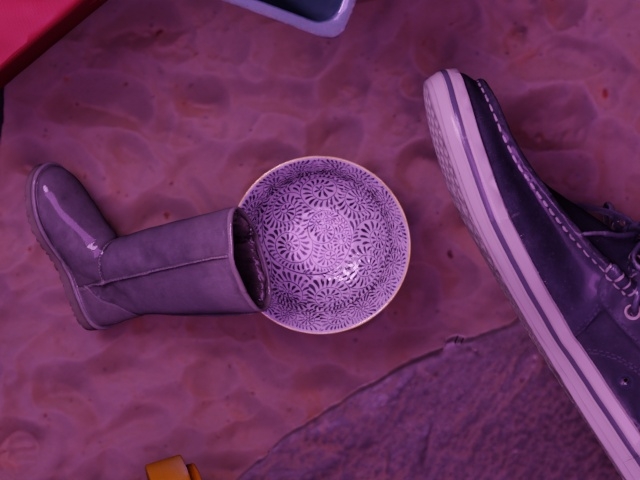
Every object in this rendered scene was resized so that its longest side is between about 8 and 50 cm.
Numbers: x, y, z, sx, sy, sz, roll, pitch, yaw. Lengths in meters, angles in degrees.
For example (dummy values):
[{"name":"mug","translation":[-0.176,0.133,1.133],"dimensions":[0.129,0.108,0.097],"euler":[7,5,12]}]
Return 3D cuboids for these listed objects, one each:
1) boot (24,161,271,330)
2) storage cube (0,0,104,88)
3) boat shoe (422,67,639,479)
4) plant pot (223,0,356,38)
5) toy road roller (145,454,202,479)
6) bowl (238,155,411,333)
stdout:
[{"name":"boot","translation":[-0.161,-0.003,1.858],"dimensions":[0.208,0.076,0.189],"euler":[-11,112,40]},{"name":"storage cube","translation":[-0.306,-0.248,1.811],"dimensions":[0.193,0.215,0.183],"euler":[-38,96,12]},{"name":"boat shoe","translation":[0.255,0.041,1.848],"dimensions":[0.156,0.187,0.500],"euler":[-33,102,3]},{"name":"plant pot","translation":[-0.085,-0.344,1.755],"dimensions":[0.248,0.252,0.247],"euler":[18,98,-20]},{"name":"toy road roller","translation":[-0.102,0.366,1.893],"dimensions":[0.241,0.202,0.329],"euler":[-17,96,-7]},{"name":"bowl","translation":[0.000,0.000,1.896],"dimensions":[0.170,0.080,0.170],"euler":[0,97,1]}]
